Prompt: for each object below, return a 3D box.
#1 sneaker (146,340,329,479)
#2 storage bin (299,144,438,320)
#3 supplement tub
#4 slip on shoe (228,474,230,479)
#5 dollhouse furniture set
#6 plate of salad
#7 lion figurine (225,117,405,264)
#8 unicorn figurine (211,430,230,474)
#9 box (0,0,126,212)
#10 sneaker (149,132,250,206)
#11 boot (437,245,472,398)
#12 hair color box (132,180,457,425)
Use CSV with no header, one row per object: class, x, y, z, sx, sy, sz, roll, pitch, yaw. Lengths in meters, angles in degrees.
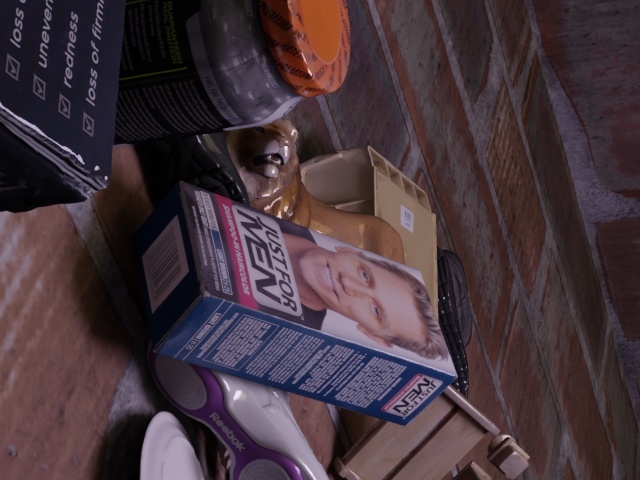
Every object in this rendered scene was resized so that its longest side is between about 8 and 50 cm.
sneaker,-0.060,0.195,1.664,0.305,0.114,0.152,57,36,-10
storage bin,0.070,0.027,2.138,0.262,0.123,0.260,32,54,-62
supplement tub,-0.144,-0.192,1.412,0.193,0.316,0.193,-6,90,-68
slip on shoe,-0.084,0.263,1.793,0.051,0.041,0.135,57,34,-48
dollhouse furniture set,0.106,0.328,2.157,0.355,0.303,0.174,43,5,-20
plate of salad,-0.163,0.282,1.575,0.200,0.048,0.199,-10,90,-77
lion figurine,0.000,0.000,1.873,0.392,0.142,0.240,29,61,-45
unicorn figurine,-0.105,0.215,1.744,0.162,0.060,0.111,47,34,-25
box,-0.353,-0.314,0.958,0.472,0.297,0.480,45,44,-59
sneaker,-0.143,-0.114,1.685,0.130,0.109,0.286,-76,153,-54
boot,0.208,0.171,2.459,0.223,0.118,0.338,25,65,-71
hair color box,-0.026,0.074,1.639,0.347,0.105,0.174,21,36,-34
